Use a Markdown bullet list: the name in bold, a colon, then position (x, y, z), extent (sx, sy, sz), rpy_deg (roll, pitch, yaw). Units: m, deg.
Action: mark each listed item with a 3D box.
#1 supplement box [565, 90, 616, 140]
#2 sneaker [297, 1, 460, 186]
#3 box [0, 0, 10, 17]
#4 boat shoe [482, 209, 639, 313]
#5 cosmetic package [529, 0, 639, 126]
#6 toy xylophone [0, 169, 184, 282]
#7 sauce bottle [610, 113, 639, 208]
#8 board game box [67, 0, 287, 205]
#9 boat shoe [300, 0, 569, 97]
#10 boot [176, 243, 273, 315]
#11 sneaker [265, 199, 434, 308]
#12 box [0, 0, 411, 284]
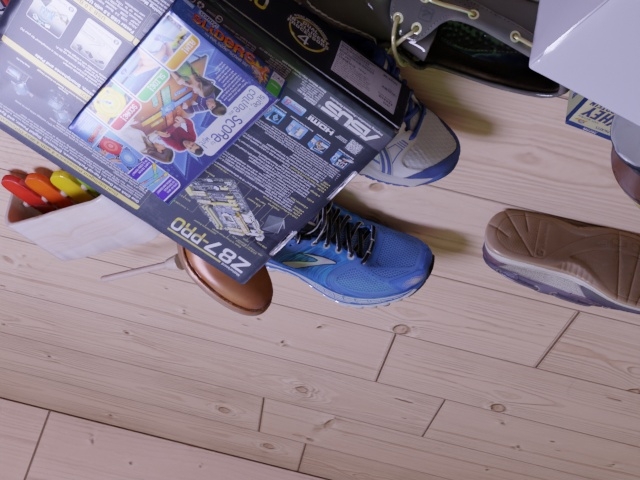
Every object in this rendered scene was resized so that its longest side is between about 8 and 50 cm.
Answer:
- **supplement box**: position (0.303, -0.166, 1.093), extent (0.056, 0.083, 0.083), rpy_deg (19, 152, -9)
- **sneaker**: position (0.053, -0.160, 1.191), extent (0.296, 0.112, 0.131), rpy_deg (25, 150, -21)
- **box**: position (-0.461, -0.304, 1.204), extent (0.307, 0.077, 0.242), rpy_deg (5, 150, 16)
- **boat shoe**: position (0.358, 0.039, 1.428), extent (0.285, 0.103, 0.092), rpy_deg (16, 157, 5)
- **cosmetic package**: position (0.311, -0.211, 0.861), extent (0.224, 0.225, 0.138), rpy_deg (23, 151, -17)
- **toy xylophone**: position (-0.349, -0.028, 1.644), extent (0.322, 0.081, 0.236), rpy_deg (-6, 146, 32)
- **sauce bottle**: position (0.358, -0.080, 1.067), extent (0.111, 0.112, 0.344), rpy_deg (1, 173, 24)
- **board game box**: position (-0.147, -0.136, 1.056), extent (0.136, 0.035, 0.201), rpy_deg (39, 129, -18)
- **boat shoe**: position (0.119, -0.223, 1.067), extent (0.304, 0.091, 0.109), rpy_deg (14, 152, 0)
- **boot**: position (-0.100, -0.053, 1.370), extent (0.220, 0.109, 0.284), rpy_deg (-30, 86, 42)
- **sneaker**: position (0.000, 0.000, 1.487), extent (0.329, 0.130, 0.147), rpy_deg (12, 154, 5)
- **box**: position (-0.152, -0.157, 1.128), extent (0.395, 0.097, 0.318), rpy_deg (34, 129, -14)
